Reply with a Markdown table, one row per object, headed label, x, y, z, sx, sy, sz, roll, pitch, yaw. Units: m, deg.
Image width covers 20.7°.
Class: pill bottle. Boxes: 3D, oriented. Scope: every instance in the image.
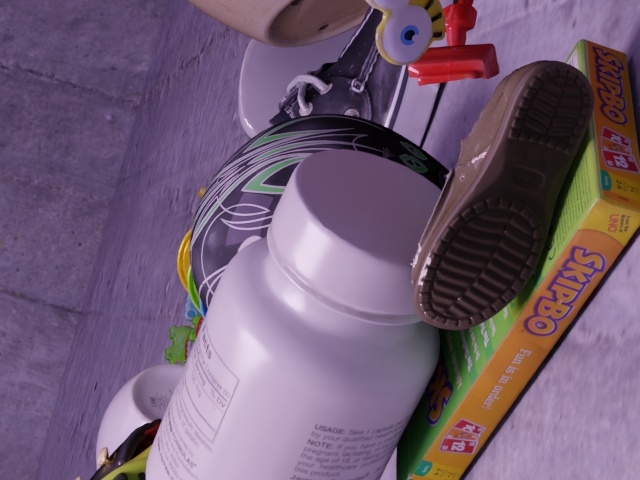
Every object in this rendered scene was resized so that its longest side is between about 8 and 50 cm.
| label | x | y | z | sx | sy | sz | roll | pitch | yaw |
| --- | --- | --- | --- | --- | --- | --- | --- | --- | --- |
| pill bottle | -0.006 | 0.069 | 0.990 | 0.131 | 0.131 | 0.229 | -93 | 22 | -55 |

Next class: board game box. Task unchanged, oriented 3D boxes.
| label | x | y | z | sx | sy | sz | roll | pitch | yaw |
| --- | --- | --- | --- | --- | --- | --- | --- | --- | --- |
| board game box | 0.100 | 0.025 | 0.960 | 0.124 | 0.039 | 0.259 | -87 | 21 | -45 |

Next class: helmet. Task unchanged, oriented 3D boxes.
| label | x | y | z | sx | sy | sz | roll | pitch | yaw |
| --- | --- | --- | --- | --- | --- | --- | --- | --- | --- |
| helmet | 0.000 | 0.000 | 1.127 | 0.169 | 0.162 | 0.169 | -164 | 90 | -77 |

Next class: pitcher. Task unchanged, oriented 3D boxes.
| label | x | y | z | sx | sy | sz | roll | pitch | yaw |
| --- | --- | --- | --- | --- | --- | --- | --- | --- | --- |
| pitcher | -0.131 | 0.228 | 1.549 | 0.177 | 0.125 | 0.207 | -119 | 32 | -44 |

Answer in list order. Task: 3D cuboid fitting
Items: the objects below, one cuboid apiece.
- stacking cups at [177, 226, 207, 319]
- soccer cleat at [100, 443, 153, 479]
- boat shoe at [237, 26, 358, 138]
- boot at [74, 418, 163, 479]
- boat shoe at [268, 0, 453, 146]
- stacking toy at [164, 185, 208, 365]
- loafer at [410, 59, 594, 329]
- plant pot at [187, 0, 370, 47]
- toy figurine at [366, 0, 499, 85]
| label | x | y | z | sx | sy | sz | roll | pitch | yaw |
| --- | --- | --- | --- | --- | --- | --- | --- | --- | --- |
| stacking cups | -0.063 | 0.061 | 1.474 | 0.316 | 0.096 | 0.096 | -118 | 46 | -72 |
| soccer cleat | -0.078 | 0.161 | 1.221 | 0.289 | 0.093 | 0.121 | -44 | -4 | -25 |
| boat shoe | -0.016 | -0.197 | 1.599 | 0.088 | 0.096 | 0.267 | 127 | 157 | -67 |
| boot | -0.215 | 0.260 | 1.321 | 0.284 | 0.377 | 0.138 | -42 | 65 | 38 |
| boat shoe | 0.014 | -0.083 | 1.305 | 0.108 | 0.102 | 0.301 | -114 | 42 | -71 |
| stacking toy | -0.107 | 0.031 | 1.814 | 0.167 | 0.052 | 0.221 | 147 | 136 | -73 |
| loafer | 0.090 | -0.023 | 0.881 | 0.148 | 0.056 | 0.050 | -61 | 16 | 11 |
| plant pot | -0.025 | -0.271 | 1.433 | 0.191 | 0.284 | 0.284 | 67 | 154 | 14 |
| toy figurine | 0.130 | -0.261 | 0.831 | 0.191 | 0.217 | 0.362 | -53 | -43 | -57 |
